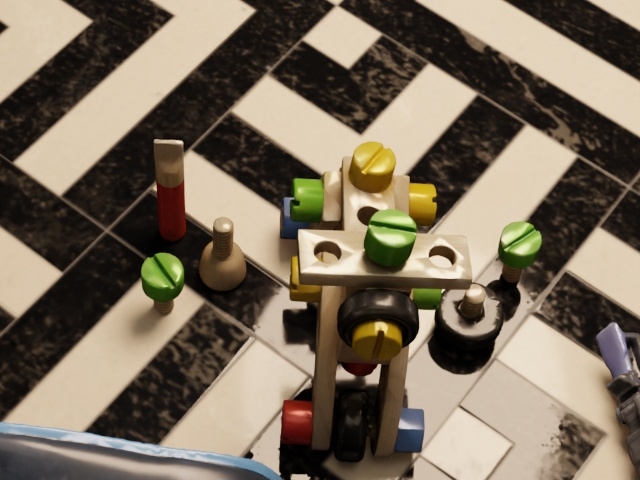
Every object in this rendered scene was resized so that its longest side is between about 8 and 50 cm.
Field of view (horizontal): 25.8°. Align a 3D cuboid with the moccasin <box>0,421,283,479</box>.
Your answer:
[{"bbox_3d":[-0.195,0.203,1.005,0.341,0.138,0.117,4,63,0],"label":"moccasin"}]

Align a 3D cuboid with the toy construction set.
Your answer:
[{"bbox_3d":[0.000,0.000,1.081,0.308,0.237,0.257,23,60,10],"label":"toy construction set"}]

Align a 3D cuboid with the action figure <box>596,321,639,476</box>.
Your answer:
[{"bbox_3d":[0.345,0.176,1.039,0.330,0.178,0.341,-12,63,-22],"label":"action figure"}]
